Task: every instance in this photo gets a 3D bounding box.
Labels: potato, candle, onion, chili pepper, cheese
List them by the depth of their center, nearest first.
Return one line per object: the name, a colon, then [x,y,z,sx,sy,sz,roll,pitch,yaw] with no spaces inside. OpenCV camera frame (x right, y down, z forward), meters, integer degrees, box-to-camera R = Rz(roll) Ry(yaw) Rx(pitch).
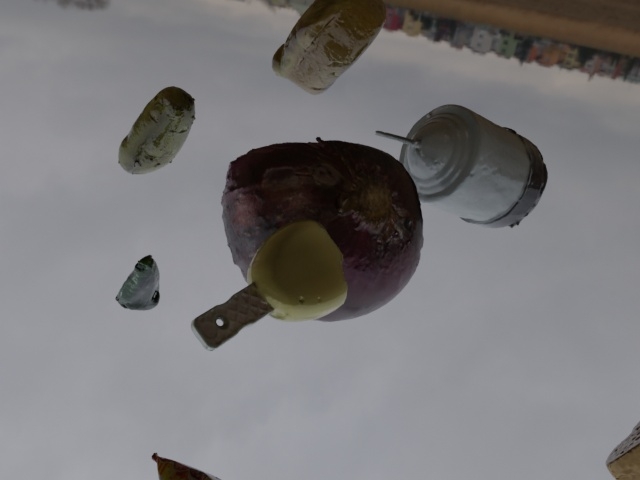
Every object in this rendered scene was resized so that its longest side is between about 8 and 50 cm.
cheese: [-0.056,0.062,0.795,0.127,0.050,0.255,54,-140,2]
onion: [0.000,0.000,1.065,0.336,0.260,0.281,8,166,-40]
potato: [-0.278,-0.189,1.146,0.085,0.188,0.105,51,-145,14]
candle: [0.300,-0.154,1.386,0.342,0.221,0.221,14,-166,-40]
chili pepper: [-0.418,0.099,1.556,0.108,0.216,0.062,-28,-112,-30]

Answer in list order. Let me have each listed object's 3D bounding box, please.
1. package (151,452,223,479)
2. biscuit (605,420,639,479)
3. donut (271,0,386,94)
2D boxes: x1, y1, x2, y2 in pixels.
package: [-0.136,0.448,0.989,0.108,0.223,0.288,-41,-140,-19]
biscuit: [0.345,0.129,0.564,0.212,0.239,0.041,-35,-109,-14]
donut: [0.022,-0.394,1.270,0.128,0.209,0.261,39,163,-13]
